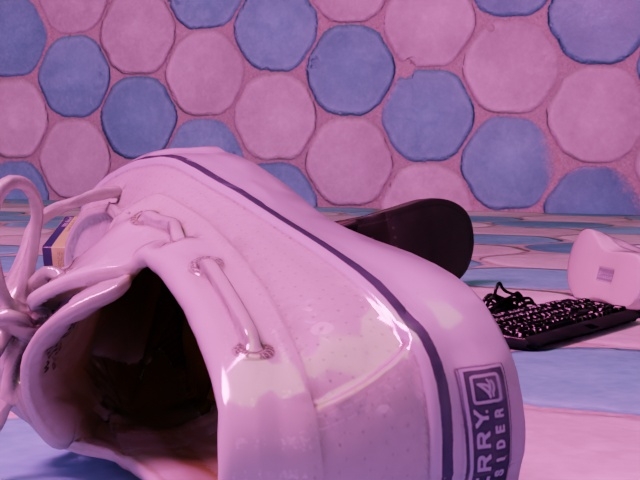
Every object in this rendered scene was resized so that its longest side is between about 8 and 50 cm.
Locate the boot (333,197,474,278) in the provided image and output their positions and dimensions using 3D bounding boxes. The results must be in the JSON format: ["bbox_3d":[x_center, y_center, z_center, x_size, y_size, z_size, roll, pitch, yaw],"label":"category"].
[{"bbox_3d":[0.000,0.000,1.241,0.263,0.091,0.229,-6,8,-38],"label":"boot"}]

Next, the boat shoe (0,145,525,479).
[{"bbox_3d":[-0.083,0.043,0.514,0.156,0.136,0.367,-5,16,-27],"label":"boat shoe"}]

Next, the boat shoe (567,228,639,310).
[{"bbox_3d":[0.277,0.029,1.087,0.063,0.066,0.184,14,-1,-10],"label":"boat shoe"}]

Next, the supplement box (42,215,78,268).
[{"bbox_3d":[-0.196,0.017,1.084,0.083,0.056,0.083,1,20,3],"label":"supplement box"}]

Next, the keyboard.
[{"bbox_3d":[0.166,0.051,0.928,0.100,0.038,0.192,3,4,36],"label":"keyboard"}]
